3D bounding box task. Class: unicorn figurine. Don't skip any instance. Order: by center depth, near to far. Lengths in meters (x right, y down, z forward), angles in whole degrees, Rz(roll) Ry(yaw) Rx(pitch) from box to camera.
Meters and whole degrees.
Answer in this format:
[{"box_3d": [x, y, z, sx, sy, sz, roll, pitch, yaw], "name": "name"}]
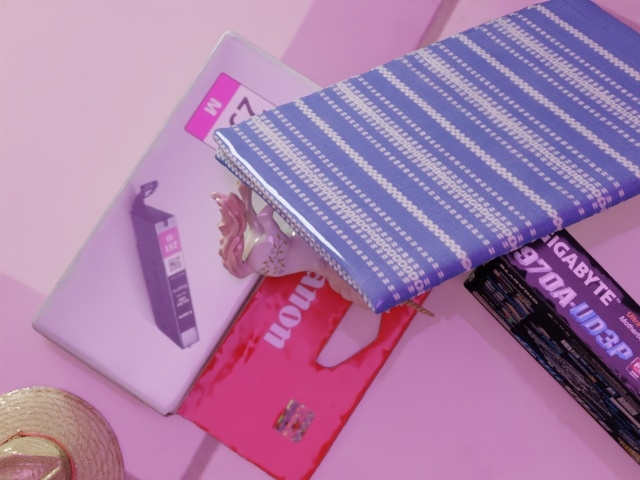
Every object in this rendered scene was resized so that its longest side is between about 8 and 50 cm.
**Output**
[{"box_3d": [0.000, 0.000, 1.333, 0.162, 0.060, 0.111, -2, 97, -4], "name": "unicorn figurine"}]

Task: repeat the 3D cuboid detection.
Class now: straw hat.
[{"box_3d": [-0.221, 0.176, 1.345, 0.144, 0.061, 0.144, 0, 82, 0], "name": "straw hat"}]

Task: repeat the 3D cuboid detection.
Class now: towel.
[{"box_3d": [0.120, -0.070, 1.285, 0.336, 0.040, 0.243, -23, 40, -21], "name": "towel"}]

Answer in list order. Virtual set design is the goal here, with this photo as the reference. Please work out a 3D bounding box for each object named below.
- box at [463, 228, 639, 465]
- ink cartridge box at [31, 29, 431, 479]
[{"box_3d": [0.204, 0.081, 1.307, 0.051, 0.175, 0.220, -43, 84, -8], "name": "box"}, {"box_3d": [-0.045, 0.018, 1.372, 0.239, 0.060, 0.275, 32, 83, 5], "name": "ink cartridge box"}]
